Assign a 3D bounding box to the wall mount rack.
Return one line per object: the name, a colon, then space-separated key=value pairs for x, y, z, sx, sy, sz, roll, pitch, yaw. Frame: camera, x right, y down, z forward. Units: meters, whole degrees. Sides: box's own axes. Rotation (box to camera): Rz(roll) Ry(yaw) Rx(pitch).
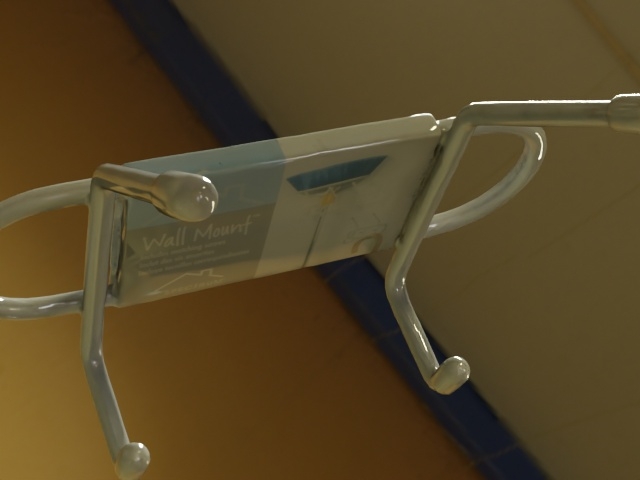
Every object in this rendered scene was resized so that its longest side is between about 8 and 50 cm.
wall mount rack: x=0.000 y=0.000 z=0.600 sx=0.304 sy=0.350 sz=0.130 roll=110 pitch=-38 yaw=-55
